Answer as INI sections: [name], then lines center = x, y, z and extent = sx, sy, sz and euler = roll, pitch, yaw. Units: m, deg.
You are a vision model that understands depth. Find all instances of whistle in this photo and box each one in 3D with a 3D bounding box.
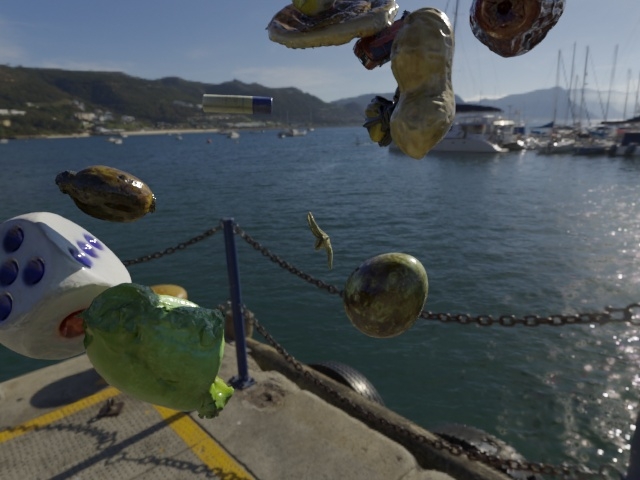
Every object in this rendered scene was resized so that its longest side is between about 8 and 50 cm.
[whistle]
center = 0.005, -0.609, 1.011
extent = 0.122, 0.123, 0.223
euler = 8, 58, 33

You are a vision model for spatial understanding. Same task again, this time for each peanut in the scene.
[peanut]
center = 0.151, -0.231, 0.640
extent = 0.103, 0.230, 0.098
euler = 1, -4, -13

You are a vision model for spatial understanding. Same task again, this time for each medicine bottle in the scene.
[medicine bottle]
center = -0.281, -0.463, 1.473
extent = 0.230, 0.059, 0.059
euler = 1, 14, -6

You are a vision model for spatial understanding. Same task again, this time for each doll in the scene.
[doll]
center = 0.173, -0.309, 1.074
extent = 0.088, 0.127, 0.248
euler = 17, 0, -23

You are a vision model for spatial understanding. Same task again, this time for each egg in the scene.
[egg]
center = 0.197, 0.159, 1.282
extent = 0.238, 0.238, 0.289
euler = -15, -25, -41

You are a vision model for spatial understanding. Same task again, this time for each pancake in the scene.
[pancake]
center = 0.029, -0.547, 1.068
extent = 0.355, 0.065, 0.356
euler = -8, 40, 7

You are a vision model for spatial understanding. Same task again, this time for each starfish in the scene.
[starfish]
center = 0.002, -0.001, 1.554
extent = 0.050, 0.224, 0.217
euler = -16, -10, -20

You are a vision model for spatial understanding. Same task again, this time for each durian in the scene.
[durian]
center = -0.310, 0.210, 0.867
extent = 0.339, 0.256, 0.205
euler = 22, 29, -21

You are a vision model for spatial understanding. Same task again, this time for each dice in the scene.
[dice]
center = -0.619, 0.106, 1.006
extent = 0.251, 0.243, 0.259
euler = 44, -1, 22

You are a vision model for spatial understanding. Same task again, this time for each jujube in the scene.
[jujube]
center = 0.422, -0.509, 0.942
extent = 0.197, 0.198, 0.290
euler = 7, 28, 29

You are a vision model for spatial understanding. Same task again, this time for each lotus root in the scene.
[lotus root]
center = -0.466, -0.101, 0.950
extent = 0.209, 0.120, 0.120
euler = 16, 1, -37

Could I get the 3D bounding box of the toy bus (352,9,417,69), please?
[toy bus]
center = 0.208, -0.571, 1.221
extent = 0.234, 0.097, 0.073
euler = -32, 1, -9
